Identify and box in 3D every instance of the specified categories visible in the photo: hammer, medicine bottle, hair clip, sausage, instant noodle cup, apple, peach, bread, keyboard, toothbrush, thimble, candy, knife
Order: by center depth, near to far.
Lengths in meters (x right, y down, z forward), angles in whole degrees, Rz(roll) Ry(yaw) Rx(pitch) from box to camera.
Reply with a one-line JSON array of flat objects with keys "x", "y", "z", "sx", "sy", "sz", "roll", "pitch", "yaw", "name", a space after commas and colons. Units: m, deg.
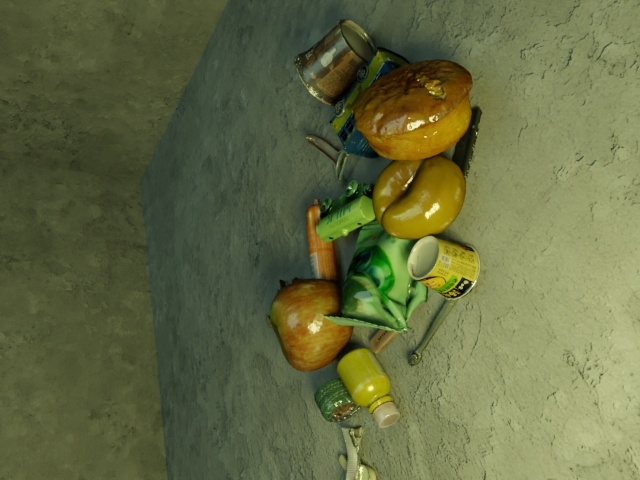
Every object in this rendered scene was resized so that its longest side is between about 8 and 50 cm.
[{"x": 0.298, "y": 0.059, "z": 1.221, "sx": 0.151, "sy": 0.122, "sz": 0.151, "roll": -44, "pitch": 32, "yaw": 38, "name": "instant noodle cup"}, {"x": 0.239, "y": -0.332, "z": 1.255, "sx": 0.313, "sy": 0.172, "sz": 0.312, "roll": -18, "pitch": 38, "yaw": 15, "name": "bread"}, {"x": 0.247, "y": -0.118, "z": 1.272, "sx": 0.251, "sy": 0.153, "sz": 0.251, "roll": -20, "pitch": 48, "yaw": 24, "name": "peach"}, {"x": 0.376, "y": -0.242, "z": 1.284, "sx": 0.060, "sy": 0.018, "sz": 0.195, "roll": 24, "pitch": 103, "yaw": 61, "name": "keyboard"}, {"x": 0.305, "y": 0.214, "z": 1.290, "sx": 0.030, "sy": 0.031, "sz": 0.297, "roll": 36, "pitch": 114, "yaw": 24, "name": "toothbrush"}, {"x": 0.171, "y": 0.065, "z": 1.393, "sx": 0.263, "sy": 0.172, "sz": 0.397, "roll": -7, "pitch": 64, "yaw": 47, "name": "candy"}, {"x": 0.142, "y": 0.420, "z": 1.398, "sx": 0.121, "sy": 0.122, "sz": 0.212, "roll": -62, "pitch": 41, "yaw": 27, "name": "medicine bottle"}, {"x": 0.096, "y": 0.668, "z": 1.464, "sx": 0.159, "sy": 0.071, "sz": 0.218, "roll": -33, "pitch": 52, "yaw": 54, "name": "hair clip"}, {"x": 0.055, "y": 0.483, "z": 1.495, "sx": 0.118, "sy": 0.135, "sz": 0.090, "roll": -60, "pitch": 42, "yaw": 23, "name": "thimble"}, {"x": -0.020, "y": 0.259, "z": 1.566, "sx": 0.277, "sy": 0.250, "sz": 0.309, "roll": 65, "pitch": 163, "yaw": 12, "name": "apple"}, {"x": 0.060, "y": -0.591, "z": 1.631, "sx": 0.207, "sy": 0.218, "sz": 0.217, "roll": -31, "pitch": 60, "yaw": 40, "name": "instant noodle cup"}, {"x": 0.000, "y": 0.000, "z": 1.699, "sx": 0.093, "sy": 0.093, "sz": 0.311, "roll": -30, "pitch": 60, "yaw": 48, "name": "sausage"}, {"x": 0.027, "y": -0.304, "z": 1.747, "sx": 0.278, "sy": 0.053, "sz": 0.123, "roll": 51, "pitch": 129, "yaw": 46, "name": "knife"}, {"x": -0.183, "y": 0.254, "z": 1.930, "sx": 0.060, "sy": 0.028, "sz": 0.195, "roll": -118, "pitch": 35, "yaw": -46, "name": "hammer"}]

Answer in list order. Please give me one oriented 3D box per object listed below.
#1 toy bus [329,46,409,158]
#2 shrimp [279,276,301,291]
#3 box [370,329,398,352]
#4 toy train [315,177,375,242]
[{"x": 0.168, "y": -0.411, "z": 1.498, "sx": 0.287, "sy": 0.138, "sz": 0.175, "roll": -53, "pitch": 44, "yaw": 35, "name": "toy bus"}, {"x": -0.090, "y": 0.203, "z": 1.816, "sx": 0.145, "sy": 0.059, "sz": 0.254, "roll": -54, "pitch": 45, "yaw": 30, "name": "shrimp"}, {"x": 0.186, "y": 0.280, "z": 1.445, "sx": 0.115, "sy": 0.025, "sz": 0.048, "roll": -54, "pitch": 46, "yaw": 33, "name": "box"}, {"x": 0.080, "y": -0.084, "z": 1.566, "sx": 0.253, "sy": 0.105, "sz": 0.157, "roll": -27, "pitch": 47, "yaw": 46, "name": "toy train"}]
